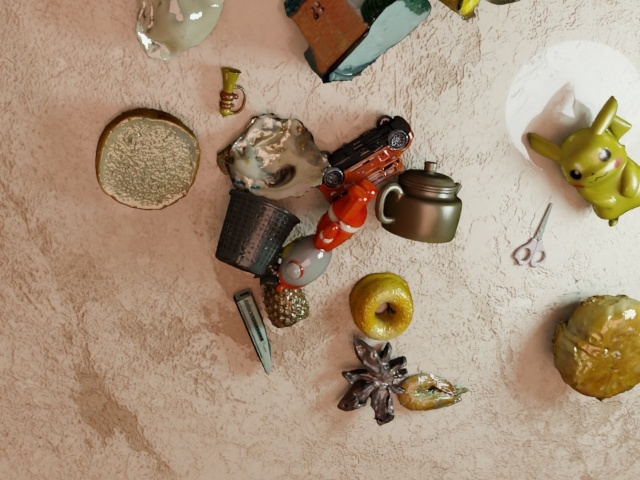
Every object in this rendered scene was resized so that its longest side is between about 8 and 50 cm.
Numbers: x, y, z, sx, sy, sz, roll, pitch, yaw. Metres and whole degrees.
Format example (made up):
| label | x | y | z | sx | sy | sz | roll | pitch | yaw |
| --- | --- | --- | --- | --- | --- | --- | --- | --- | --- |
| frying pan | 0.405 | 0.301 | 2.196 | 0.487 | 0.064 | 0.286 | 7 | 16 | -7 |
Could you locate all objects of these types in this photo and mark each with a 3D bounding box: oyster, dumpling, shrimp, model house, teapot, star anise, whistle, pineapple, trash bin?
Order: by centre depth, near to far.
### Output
| label | x | y | z | sx | sy | sz | roll | pitch | yaw |
| --- | --- | --- | --- | --- | --- | --- | --- | --- | --- |
| dumpling | -0.278 | -0.473 | 1.281 | 0.162 | 0.132 | 0.250 | 36 | 101 | -27 |
| model house | 0.041 | -0.513 | 1.332 | 0.253 | 0.184 | 0.291 | -40 | 85 | 30 |
| whistle | -0.197 | -0.326 | 1.423 | 0.046 | 0.057 | 0.109 | 25 | 124 | 25 |
| oyster | -0.102 | -0.175 | 1.453 | 0.214 | 0.083 | 0.223 | -40 | 79 | -1 |
| trash bin | -0.153 | -0.008 | 1.457 | 0.175 | 0.175 | 0.161 | 23 | 84 | -20 |
| teapot | 0.235 | -0.101 | 1.521 | 0.268 | 0.186 | 0.175 | -4 | 110 | -37 |
| pineapple | -0.107 | 0.093 | 1.590 | 0.125 | 0.125 | 0.251 | -22 | 106 | -2 |
| star anise | 0.152 | 0.392 | 1.767 | 0.199 | 0.110 | 0.257 | 10 | 104 | -16 |
| shrimp | 0.327 | 0.436 | 1.857 | 0.217 | 0.051 | 0.115 | 0 | 111 | -10 |

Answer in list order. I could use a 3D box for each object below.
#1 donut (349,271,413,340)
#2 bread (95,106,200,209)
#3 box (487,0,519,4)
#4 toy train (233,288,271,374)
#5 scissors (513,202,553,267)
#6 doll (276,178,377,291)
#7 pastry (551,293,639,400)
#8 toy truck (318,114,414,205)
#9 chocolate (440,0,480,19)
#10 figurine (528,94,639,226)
| label | x | y | z | sx | sy | sz | roll | pitch | yaw |
| --- | --- | --- | --- | --- | --- | --- | --- | --- | --- |
| donut | 0.165 | 0.182 | 1.695 | 0.174 | 0.074 | 0.190 | 2 | 113 | -13 |
| bread | -0.380 | -0.180 | 1.422 | 0.236 | 0.070 | 0.236 | -5 | 115 | -10 |
| box | 0.331 | -0.638 | 1.350 | 0.274 | 0.138 | 0.178 | 23 | 98 | -20 |
| toy train | -0.159 | 0.243 | 1.666 | 0.048 | 0.055 | 0.251 | -24 | 117 | -12 |
| scissors | 0.589 | -0.013 | 1.736 | 0.100 | 0.015 | 0.189 | 9 | 109 | -17 |
| doll | 0.000 | 0.000 | 1.467 | 0.105 | 0.200 | 0.336 | 41 | 114 | 2 |
| pastry | 0.797 | 0.288 | 1.817 | 0.285 | 0.184 | 0.315 | 13 | 111 | -10 |
| toy truck | 0.105 | -0.185 | 1.504 | 0.253 | 0.107 | 0.114 | -29 | 125 | 4 |
| chocolate | 0.135 | -0.597 | 1.215 | 0.445 | 0.162 | 0.162 | 38 | 104 | 13 |
| figurine | 0.703 | -0.189 | 1.596 | 0.327 | 0.169 | 0.218 | 35 | 126 | -29 |
